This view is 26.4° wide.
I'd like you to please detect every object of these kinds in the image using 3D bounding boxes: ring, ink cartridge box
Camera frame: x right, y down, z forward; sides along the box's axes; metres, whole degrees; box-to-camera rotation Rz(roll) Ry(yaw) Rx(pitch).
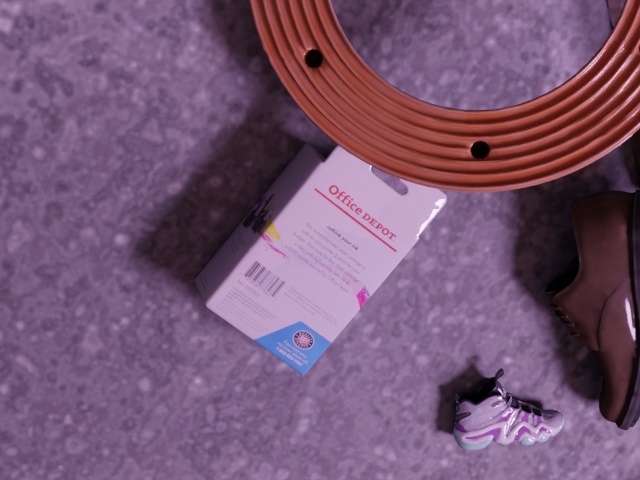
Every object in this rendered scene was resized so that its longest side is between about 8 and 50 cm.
[{"bbox_3d":[0.113,-0.203,0.980,0.337,0.032,0.336,1,96,6],"label":"ring"},{"bbox_3d":[0.000,0.000,1.065,0.104,0.061,0.181,37,97,-21],"label":"ink cartridge box"}]

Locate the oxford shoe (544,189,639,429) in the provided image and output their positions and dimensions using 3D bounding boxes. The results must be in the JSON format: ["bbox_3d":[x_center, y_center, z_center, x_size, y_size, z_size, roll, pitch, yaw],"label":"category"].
[{"bbox_3d":[0.239,0.058,1.145,0.096,0.083,0.227,1,117,15],"label":"oxford shoe"}]

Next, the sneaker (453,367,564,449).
[{"bbox_3d":[0.161,0.139,1.165,0.098,0.038,0.069,-9,111,-11],"label":"sneaker"}]
